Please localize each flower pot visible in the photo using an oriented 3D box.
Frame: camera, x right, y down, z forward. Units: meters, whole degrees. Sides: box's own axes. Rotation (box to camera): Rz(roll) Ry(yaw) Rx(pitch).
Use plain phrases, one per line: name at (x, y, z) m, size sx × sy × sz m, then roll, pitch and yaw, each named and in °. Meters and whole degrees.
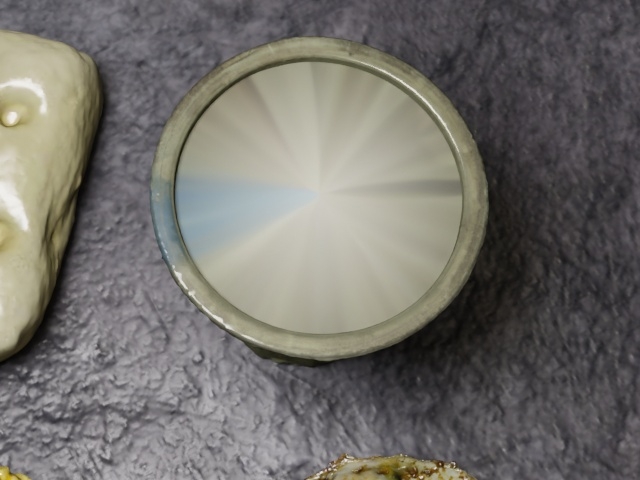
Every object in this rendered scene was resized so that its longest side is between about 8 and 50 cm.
flower pot at (0.000, 0.000, 1.044) m, size 0.212 × 0.202 × 0.212 m, roll 0°, pitch 71°, yaw 0°

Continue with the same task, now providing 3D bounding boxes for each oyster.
oyster at (0.049, 0.180, 1.080) m, size 0.132 × 0.029 × 0.086 m, roll 30°, pitch 69°, yaw 11°

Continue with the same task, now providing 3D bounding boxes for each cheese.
cheese at (-0.257, -0.030, 1.108) m, size 0.159 × 0.093 × 0.263 m, roll 10°, pitch 73°, yaw 3°

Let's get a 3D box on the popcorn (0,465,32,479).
popcorn at (-0.226, 0.195, 1.056) m, size 0.083 × 0.057 × 0.082 m, roll -31°, pitch 82°, yaw -13°
